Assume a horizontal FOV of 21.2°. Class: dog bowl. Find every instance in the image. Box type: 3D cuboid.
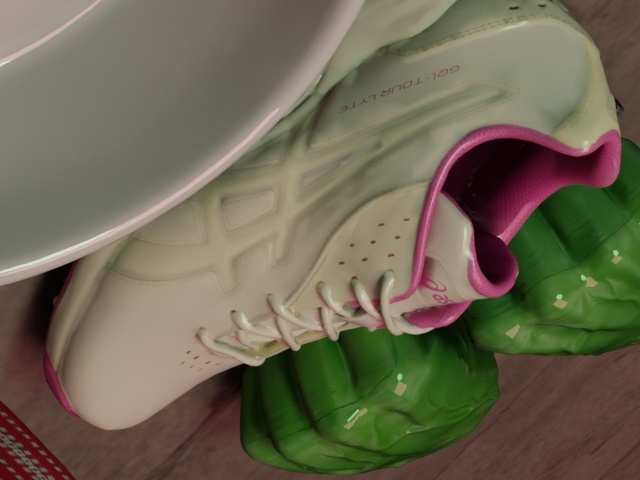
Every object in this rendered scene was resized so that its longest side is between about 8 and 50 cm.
[{"bbox_3d":[-0.111,-0.105,0.539,0.265,0.104,0.265,-25,147,-17],"label":"dog bowl"}]

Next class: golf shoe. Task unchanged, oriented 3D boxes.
[{"bbox_3d":[0.000,0.000,0.760,0.306,0.140,0.115,-44,150,17],"label":"golf shoe"}]

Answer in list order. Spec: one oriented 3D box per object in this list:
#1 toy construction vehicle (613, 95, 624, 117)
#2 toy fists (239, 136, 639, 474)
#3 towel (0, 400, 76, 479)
[{"bbox_3d":[0.116,-0.059,0.888,0.098,0.035,0.086,-45,148,17],"label":"toy construction vehicle"},{"bbox_3d":[0.078,0.040,0.906,0.279,0.096,0.142,-31,164,23],"label":"toy fists"},{"bbox_3d":[-0.186,0.031,0.570,0.031,0.199,0.275,-51,148,3],"label":"towel"}]
